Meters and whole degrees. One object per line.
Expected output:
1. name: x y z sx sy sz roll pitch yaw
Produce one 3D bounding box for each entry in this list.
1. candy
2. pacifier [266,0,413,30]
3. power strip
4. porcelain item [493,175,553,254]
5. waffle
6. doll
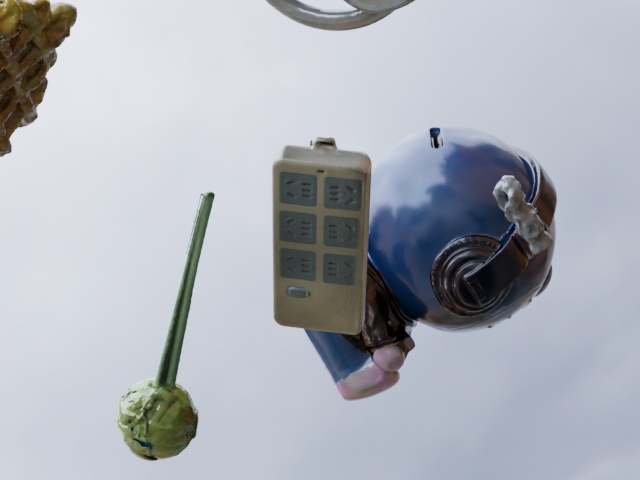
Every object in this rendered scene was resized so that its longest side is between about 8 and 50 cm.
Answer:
1. candy: -0.163 0.100 2.104 0.092 0.093 0.336 -6 -62 -47
2. pacifier: -0.031 -0.282 1.607 0.226 0.287 0.238 -34 -43 -51
3. power strip: 0.000 0.000 1.555 0.035 0.081 0.192 -75 -11 -54
4. porcelain item: 0.196 -0.026 1.780 0.028 0.083 0.036 -36 16 -18
5. waffle: -0.312 -0.110 1.594 0.243 0.058 0.238 -26 -31 -59
6. doll: 0.119 0.011 2.015 0.310 0.284 0.240 -30 -66 11
